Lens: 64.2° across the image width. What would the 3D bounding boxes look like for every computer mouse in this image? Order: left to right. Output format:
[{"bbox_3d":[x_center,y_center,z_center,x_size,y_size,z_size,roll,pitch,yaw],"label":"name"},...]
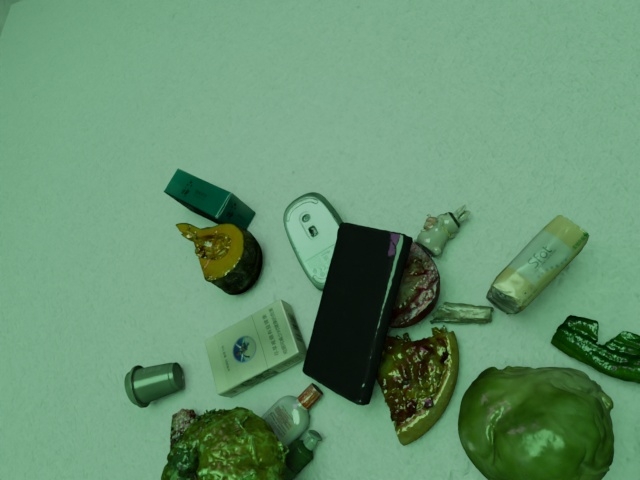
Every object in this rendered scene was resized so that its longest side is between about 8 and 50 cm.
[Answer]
[{"bbox_3d":[0.001,0.001,1.413,0.159,0.097,0.289,-31,74,7],"label":"computer mouse"}]

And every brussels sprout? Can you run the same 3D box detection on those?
[{"bbox_3d":[0.407,0.355,0.982,0.273,0.316,0.243,-28,86,34],"label":"brussels sprout"}]

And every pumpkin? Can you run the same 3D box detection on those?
[{"bbox_3d":[-0.307,0.055,1.501,0.280,0.139,0.190,2,69,26],"label":"pumpkin"}]

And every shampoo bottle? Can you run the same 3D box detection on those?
[{"bbox_3d":[-0.085,0.451,1.284,0.221,0.051,0.108,-45,54,0],"label":"shampoo bottle"},{"bbox_3d":[-0.076,0.541,1.234,0.204,0.065,0.065,-46,59,0],"label":"shampoo bottle"}]

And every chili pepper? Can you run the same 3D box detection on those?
[{"bbox_3d":[0.614,0.235,1.055,0.253,0.083,0.099,18,76,34],"label":"chili pepper"}]

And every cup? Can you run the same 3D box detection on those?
[{"bbox_3d":[-0.465,0.398,1.444,0.141,0.120,0.120,-19,62,2],"label":"cup"}]

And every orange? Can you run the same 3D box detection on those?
[{"bbox_3d":[-0.222,0.526,1.135,0.300,0.223,0.301,-49,39,-5],"label":"orange"}]

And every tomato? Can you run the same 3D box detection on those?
[{"bbox_3d":[0.201,0.112,1.277,0.224,0.085,0.225,-14,64,30],"label":"tomato"}]

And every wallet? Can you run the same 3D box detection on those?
[{"bbox_3d":[0.084,0.166,1.246,0.228,0.062,0.407,14,90,46],"label":"wallet"}]

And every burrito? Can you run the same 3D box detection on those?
[{"bbox_3d":[0.337,0.175,1.221,0.149,0.041,0.055,-2,81,23],"label":"burrito"}]

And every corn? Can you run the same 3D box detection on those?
[{"bbox_3d":[-0.351,0.586,1.327,0.092,0.092,0.281,-20,57,15],"label":"corn"}]

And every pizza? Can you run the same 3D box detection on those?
[{"bbox_3d":[0.200,0.312,1.200,0.228,0.081,0.290,24,81,30],"label":"pizza"}]

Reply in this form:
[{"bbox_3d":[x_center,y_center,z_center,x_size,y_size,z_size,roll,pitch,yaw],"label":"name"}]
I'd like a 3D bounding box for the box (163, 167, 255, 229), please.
[{"bbox_3d":[-0.342,-0.118,1.579,0.244,0.153,0.092,24,80,28],"label":"box"}]

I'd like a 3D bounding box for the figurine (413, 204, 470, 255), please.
[{"bbox_3d":[0.302,-0.040,1.304,0.098,0.081,0.146,33,84,31],"label":"figurine"}]

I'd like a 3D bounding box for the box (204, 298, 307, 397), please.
[{"bbox_3d":[-0.176,0.292,1.378,0.256,0.069,0.164,-29,59,11],"label":"box"}]

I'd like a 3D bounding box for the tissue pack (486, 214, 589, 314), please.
[{"bbox_3d":[0.470,0.062,1.129,0.222,0.186,0.090,-45,71,0],"label":"tissue pack"}]
